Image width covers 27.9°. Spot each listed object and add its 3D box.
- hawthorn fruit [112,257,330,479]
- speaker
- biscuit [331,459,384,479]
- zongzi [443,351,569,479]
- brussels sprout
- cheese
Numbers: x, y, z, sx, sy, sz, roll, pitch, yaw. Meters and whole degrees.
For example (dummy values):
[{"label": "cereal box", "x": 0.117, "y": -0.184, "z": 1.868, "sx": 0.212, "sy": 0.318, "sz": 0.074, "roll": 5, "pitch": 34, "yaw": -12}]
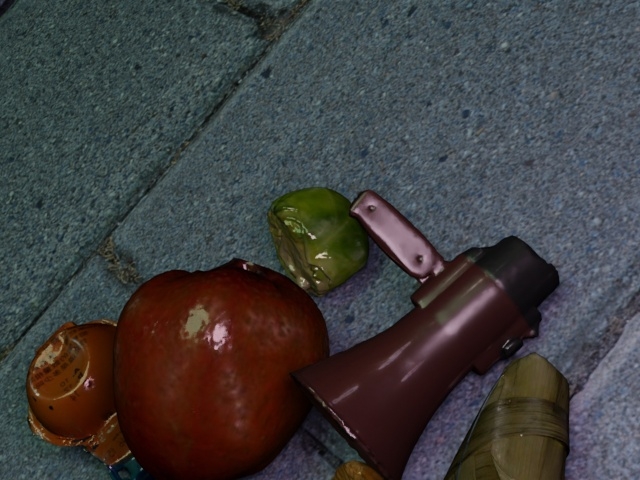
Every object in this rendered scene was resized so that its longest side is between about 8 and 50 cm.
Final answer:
[{"label": "hawthorn fruit", "x": -0.141, "y": 0.166, "z": 1.677, "sx": 0.295, "sy": 0.295, "sz": 0.311, "roll": 11, "pitch": 62, "yaw": 46}, {"label": "speaker", "x": 0.106, "y": 0.103, "z": 1.586, "sx": 0.259, "sy": 0.198, "sz": 0.329, "roll": 36, "pitch": 78, "yaw": 29}, {"label": "biscuit", "x": 0.066, "y": 0.333, "z": 1.480, "sx": 0.033, "sy": 0.144, "sz": 0.224, "roll": -9, "pitch": 35, "yaw": -20}, {"label": "zongzi", "x": 0.187, "y": 0.262, "z": 1.466, "sx": 0.242, "sy": 0.112, "sz": 0.221, "roll": -42, "pitch": 21, "yaw": 47}, {"label": "brussels sprout", "x": 0.003, "y": -0.004, "z": 1.820, "sx": 0.122, "sy": 0.151, "sz": 0.149, "roll": -22, "pitch": 9, "yaw": -16}, {"label": "cheese", "x": -0.328, "y": 0.237, "z": 1.907, "sx": 0.217, "sy": 0.129, "sz": 0.329, "roll": -45, "pitch": 51, "yaw": -4}]
